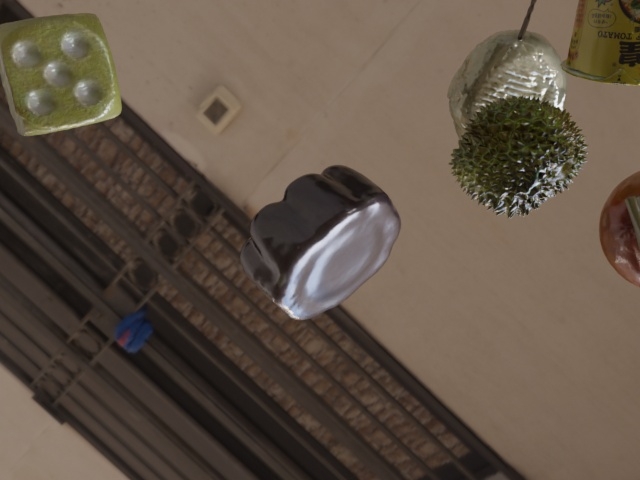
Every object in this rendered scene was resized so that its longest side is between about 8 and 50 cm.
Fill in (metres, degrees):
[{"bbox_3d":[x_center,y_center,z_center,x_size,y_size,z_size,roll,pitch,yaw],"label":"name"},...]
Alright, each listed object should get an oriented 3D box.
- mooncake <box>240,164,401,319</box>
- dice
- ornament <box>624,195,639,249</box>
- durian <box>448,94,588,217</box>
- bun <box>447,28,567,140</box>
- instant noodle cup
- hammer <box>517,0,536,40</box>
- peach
[{"bbox_3d":[0.000,0.000,1.384,0.306,0.154,0.306,-34,150,-23],"label":"mooncake"},{"bbox_3d":[-0.575,-0.364,1.599,0.227,0.233,0.238,-17,-163,-21],"label":"dice"},{"bbox_3d":[0.735,-0.002,1.468,0.061,0.245,0.230,-11,169,-19],"label":"ornament"},{"bbox_3d":[0.417,-0.176,1.533,0.291,0.291,0.224,-45,-155,23],"label":"durian"},{"bbox_3d":[0.497,-0.405,2.004,0.360,0.360,0.211,-46,-143,13],"label":"bun"},{"bbox_3d":[0.660,-0.469,1.467,0.325,0.326,0.254,-52,143,-58],"label":"instant noodle cup"},{"bbox_3d":[0.484,-0.530,1.677,0.029,0.058,0.292,-9,-143,35],"label":"hammer"},{"bbox_3d":[0.856,-0.024,1.804,0.302,0.342,0.343,-3,157,-32],"label":"peach"}]
